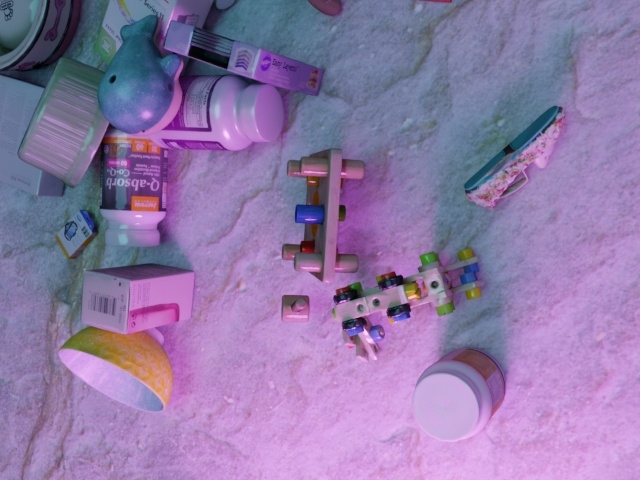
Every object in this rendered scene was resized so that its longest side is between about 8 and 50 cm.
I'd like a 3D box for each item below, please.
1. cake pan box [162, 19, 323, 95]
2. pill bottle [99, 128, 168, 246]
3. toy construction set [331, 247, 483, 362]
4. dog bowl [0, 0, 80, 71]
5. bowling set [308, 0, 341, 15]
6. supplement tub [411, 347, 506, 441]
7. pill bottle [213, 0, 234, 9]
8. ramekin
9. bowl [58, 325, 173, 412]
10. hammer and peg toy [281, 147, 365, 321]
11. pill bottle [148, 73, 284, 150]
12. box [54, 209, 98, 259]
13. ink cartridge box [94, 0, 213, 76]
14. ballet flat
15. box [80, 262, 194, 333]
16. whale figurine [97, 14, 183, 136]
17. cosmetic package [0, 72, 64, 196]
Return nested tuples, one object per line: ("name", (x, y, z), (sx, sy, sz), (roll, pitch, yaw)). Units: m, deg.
("cake pan box", (-0.160, -0.384, 1.391), (0.245, 0.266, 0.070), (23, 104, 27))
("pill bottle", (-0.457, -0.127, 1.608), (0.162, 0.162, 0.279), (4, 94, 27))
("toy construction set", (0.149, 0.120, 1.292), (0.327, 0.215, 0.151), (-37, 76, 27))
("dog bowl", (-0.826, -0.650, 1.782), (0.407, 0.150, 0.408), (1, 93, 26))
("bowling set", (-0.064, -0.621, 1.394), (0.287, 0.154, 0.200), (27, 104, 23))
("supplement tub", (0.262, 0.289, 1.238), (0.144, 0.199, 0.145), (1, 93, 27))
("pill bottle", (-0.249, -0.605, 1.537), (0.067, 0.067, 0.120), (-36, 76, 23))
("ramekin", (-0.615, -0.295, 1.600), (0.303, 0.148, 0.304), (-42, 35, 40))
("bowl", (-0.474, 0.283, 1.616), (0.289, 0.290, 0.156), (8, 54, 26))
("hammer and peg toy", (0.000, 0.000, 1.330), (0.127, 0.266, 0.362), (3, 93, -11))
("pill bottle", (-0.241, -0.290, 1.489), (0.301, 0.169, 0.169), (6, 95, 26))
("box", (-0.662, -0.020, 1.791), (0.136, 0.028, 0.081), (-40, 75, 20))
("ink cartridge box", (-0.382, -0.541, 1.534), (0.207, 0.119, 0.354), (45, 124, 19))
("ballet flat", (0.378, -0.150, 1.242), (0.077, 0.091, 0.241), (41, 116, -12))
("box", (-0.432, 0.133, 1.564), (0.148, 0.232, 0.127), (8, 96, 26))
("whale figurine", (-0.399, -0.364, 1.405), (0.216, 0.141, 0.272), (-11, 76, 24))
("cosmetic package", (-0.861, -0.309, 1.841), (0.377, 0.097, 0.285), (20, 99, 25))
